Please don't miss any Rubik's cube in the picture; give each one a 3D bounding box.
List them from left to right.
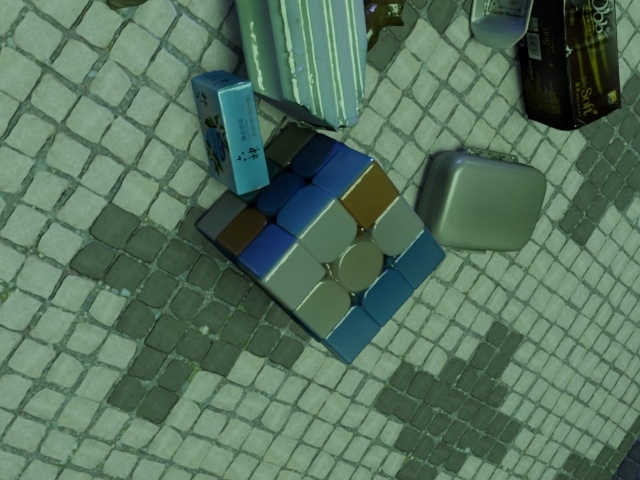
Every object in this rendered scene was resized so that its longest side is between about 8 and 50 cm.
[{"bbox_3d":[0.000,0.000,1.751,0.344,0.346,0.347,-49,126,-7],"label":"Rubik's cube"}]

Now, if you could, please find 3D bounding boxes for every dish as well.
[{"bbox_3d":[0.456,-0.589,1.932,0.064,0.154,0.234,-18,122,-54],"label":"dish"}]

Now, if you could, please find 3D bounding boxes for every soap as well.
[{"bbox_3d":[-0.036,-0.442,1.614,0.261,0.156,0.447,-29,117,-44],"label":"soap"}]

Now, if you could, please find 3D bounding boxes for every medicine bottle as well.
[{"bbox_3d":[0.437,-0.099,2.122,0.375,0.123,0.283,4,109,-34],"label":"medicine bottle"}]

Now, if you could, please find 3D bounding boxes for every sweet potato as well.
[{"bbox_3d":[0.092,-0.446,1.784,0.112,0.085,0.286,37,88,-41],"label":"sweet potato"}]

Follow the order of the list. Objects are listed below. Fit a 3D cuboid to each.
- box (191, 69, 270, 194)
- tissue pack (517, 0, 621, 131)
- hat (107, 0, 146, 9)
[{"bbox_3d":[-0.189,-0.228,1.662,0.083,0.142,0.232,-22,120,-22],"label":"box"},{"bbox_3d":[0.628,-0.494,2.032,0.198,0.210,0.370,-24,122,-13],"label":"tissue pack"},{"bbox_3d":[-0.378,-0.514,1.459,0.175,0.085,0.147,32,92,-38],"label":"hat"}]
